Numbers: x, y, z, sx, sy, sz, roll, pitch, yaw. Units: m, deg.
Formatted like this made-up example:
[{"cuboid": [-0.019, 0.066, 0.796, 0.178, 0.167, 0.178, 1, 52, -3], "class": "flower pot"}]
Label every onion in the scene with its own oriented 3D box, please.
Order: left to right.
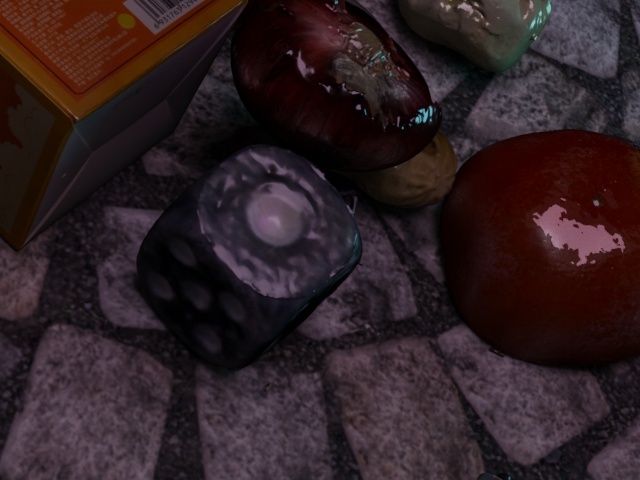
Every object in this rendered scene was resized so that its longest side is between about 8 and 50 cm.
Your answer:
[{"cuboid": [-0.001, -0.172, 1.717, 0.272, 0.195, 0.272, 32, 28, -19], "class": "onion"}]

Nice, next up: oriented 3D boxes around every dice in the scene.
[{"cuboid": [-0.077, 0.017, 1.651, 0.181, 0.183, 0.182, 49, 53, 7], "class": "dice"}]

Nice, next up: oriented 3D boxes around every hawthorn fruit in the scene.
[{"cuboid": [-0.065, -0.094, 1.815, 0.103, 0.066, 0.067, 47, 45, -31], "class": "hawthorn fruit"}]

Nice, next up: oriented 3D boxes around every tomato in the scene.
[{"cuboid": [0.315, -0.012, 1.852, 0.338, 0.144, 0.338, 6, 66, -14], "class": "tomato"}]

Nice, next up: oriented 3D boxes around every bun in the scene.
[{"cuboid": [0.209, -0.341, 2.050, 0.229, 0.145, 0.229, 11, 56, -16], "class": "bun"}]

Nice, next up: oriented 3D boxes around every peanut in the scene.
[{"cuboid": [0.056, -0.113, 1.847, 0.236, 0.110, 0.120, 21, 62, -11], "class": "peanut"}]

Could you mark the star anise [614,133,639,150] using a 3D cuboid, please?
[{"cuboid": [0.413, -0.074, 2.029, 0.208, 0.063, 0.172, -15, 66, -33], "class": "star anise"}]

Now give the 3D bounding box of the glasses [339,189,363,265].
[{"cuboid": [0.000, 0.000, 1.800, 0.140, 0.062, 0.104, -17, 91, -33], "class": "glasses"}]

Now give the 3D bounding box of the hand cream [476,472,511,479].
[{"cuboid": [0.142, 0.339, 1.638, 0.075, 0.052, 0.248, 41, 51, 4], "class": "hand cream"}]

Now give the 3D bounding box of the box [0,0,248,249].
[{"cuboid": [-0.276, -0.192, 1.636, 0.214, 0.259, 0.283, 45, 51, 4], "class": "box"}]
